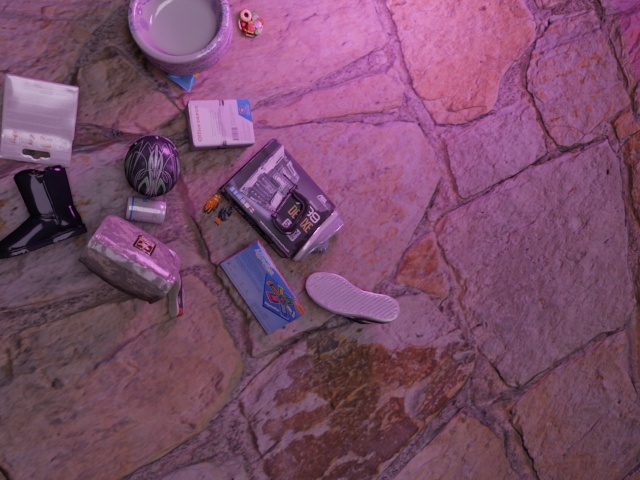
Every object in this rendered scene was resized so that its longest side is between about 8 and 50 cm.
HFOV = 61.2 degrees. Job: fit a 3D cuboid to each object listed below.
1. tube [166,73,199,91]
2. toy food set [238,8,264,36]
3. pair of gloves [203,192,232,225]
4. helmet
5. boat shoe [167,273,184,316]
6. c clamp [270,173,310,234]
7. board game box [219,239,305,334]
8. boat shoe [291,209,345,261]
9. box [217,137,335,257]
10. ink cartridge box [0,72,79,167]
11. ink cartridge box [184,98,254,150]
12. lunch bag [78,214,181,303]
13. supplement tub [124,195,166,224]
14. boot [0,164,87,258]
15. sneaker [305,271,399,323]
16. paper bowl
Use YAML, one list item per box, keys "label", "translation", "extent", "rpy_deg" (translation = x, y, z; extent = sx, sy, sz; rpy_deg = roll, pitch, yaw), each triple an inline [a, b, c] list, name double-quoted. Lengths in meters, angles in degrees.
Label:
- label: "tube"
  translation: [-0.378, -0.559, 1.658]
  extent: [0.080, 0.052, 0.207]
  rpy_deg: [34, 81, -6]
- label: "toy food set"
  translation: [-0.223, -0.698, 1.738]
  extent: [0.082, 0.020, 0.083]
  rpy_deg: [5, 87, -24]
- label: "pair of gloves"
  translation: [-0.320, -0.097, 1.692]
  extent: [0.083, 0.010, 0.074]
  rpy_deg: [45, 73, -17]
- label: "helmet"
  translation: [-0.478, -0.210, 1.542]
  extent: [0.169, 0.161, 0.169]
  rpy_deg: [0, 89, -24]
- label: "boat shoe"
  translation: [-0.430, 0.161, 1.625]
  extent: [0.043, 0.049, 0.137]
  rpy_deg: [4, 83, -66]
- label: "c clamp"
  translation: [-0.102, -0.105, 1.700]
  extent: [0.137, 0.022, 0.161]
  rpy_deg: [35, 74, -24]
- label: "board game box"
  translation: [-0.181, 0.150, 1.708]
  extent: [0.145, 0.027, 0.281]
  rpy_deg: [-30, 103, 8]
- label: "boat shoe"
  translation: [0.000, 0.000, 1.793]
  extent: [0.081, 0.079, 0.227]
  rpy_deg: [46, 69, -12]
- label: "box"
  translation: [-0.135, -0.133, 1.738]
  extent: [0.242, 0.076, 0.307]
  rpy_deg: [-46, 106, -18]
- label: "ink cartridge box"
  translation: [-0.772, -0.328, 1.489]
  extent: [0.181, 0.056, 0.225]
  rpy_deg: [6, 105, -24]
- label: "ink cartridge box"
  translation: [-0.309, -0.355, 1.662]
  extent: [0.190, 0.082, 0.140]
  rpy_deg: [-8, 92, -22]
- label: "lunch bag"
  translation: [-0.510, 0.055, 1.458]
  extent: [0.235, 0.287, 0.169]
  rpy_deg: [35, 76, -18]
- label: "supplement tub"
  translation: [-0.511, -0.087, 1.576]
  extent: [0.107, 0.071, 0.071]
  rpy_deg: [8, 86, -24]
- label: "boot"
  translation: [-0.777, -0.080, 1.445]
  extent: [0.246, 0.094, 0.207]
  rpy_deg: [-25, 103, -29]
- label: "sneaker"
  translation: [0.099, 0.207, 1.820]
  extent: [0.321, 0.127, 0.126]
  rpy_deg: [21, 74, 3]
- label: "paper bowl"
  translation: [-0.397, -0.619, 1.565]
  extent: [0.284, 0.148, 0.284]
  rpy_deg: [0, 84, -3]
